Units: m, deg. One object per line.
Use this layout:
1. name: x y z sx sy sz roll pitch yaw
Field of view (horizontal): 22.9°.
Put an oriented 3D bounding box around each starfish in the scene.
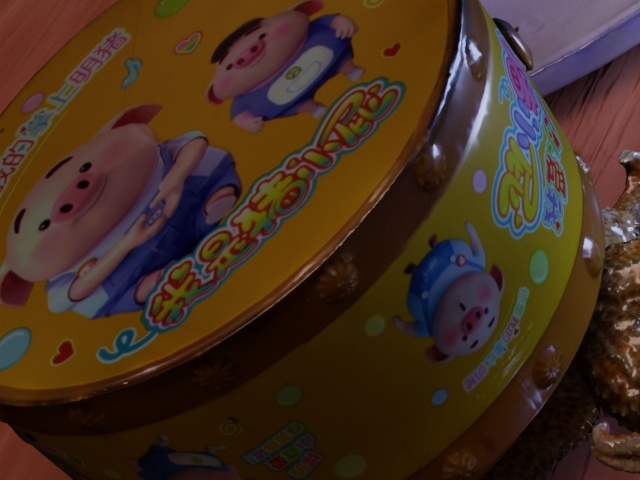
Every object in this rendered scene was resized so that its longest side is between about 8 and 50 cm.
1. starfish: 0.171 0.045 1.086 0.303 0.113 0.312 1 53 42

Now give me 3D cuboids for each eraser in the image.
1. eraser: 0.205 -0.185 1.324 0.204 0.059 0.243 22 60 42

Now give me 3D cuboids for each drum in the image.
1. drum: -0.037 -0.006 1.050 0.431 0.214 0.431 -24 39 20
